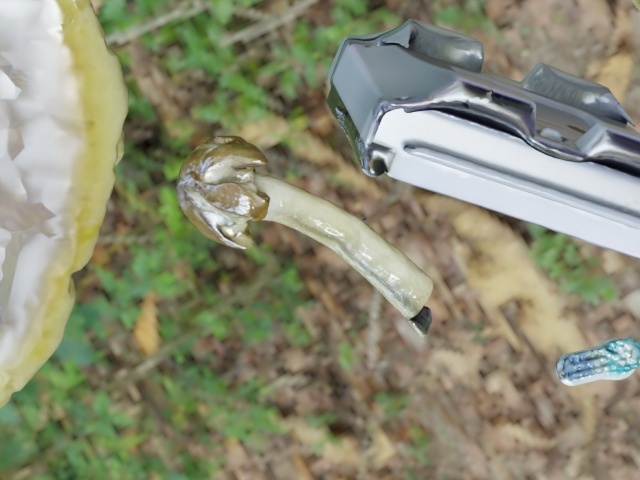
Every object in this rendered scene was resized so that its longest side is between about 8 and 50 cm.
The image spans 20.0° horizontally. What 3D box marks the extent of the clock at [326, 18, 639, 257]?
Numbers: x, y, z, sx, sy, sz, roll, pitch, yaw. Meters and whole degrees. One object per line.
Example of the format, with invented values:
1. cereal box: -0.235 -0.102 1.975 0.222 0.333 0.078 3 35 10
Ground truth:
1. clock: 0.135 -0.071 1.236 0.186 0.253 0.083 -111 41 -68

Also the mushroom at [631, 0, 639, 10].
1. mushroom: 0.241 -0.198 1.103 0.112 0.148 0.148 -88 -10 -51

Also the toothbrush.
1. toothbrush: 0.378 0.058 1.412 0.040 0.418 0.042 134 124 -71

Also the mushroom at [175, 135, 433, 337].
1. mushroom: 0.000 0.000 1.058 0.187 0.060 0.061 29 -177 -20

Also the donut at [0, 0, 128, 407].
1. donut: -0.225 -0.073 0.678 0.160 0.330 0.330 -87 -22 -68
